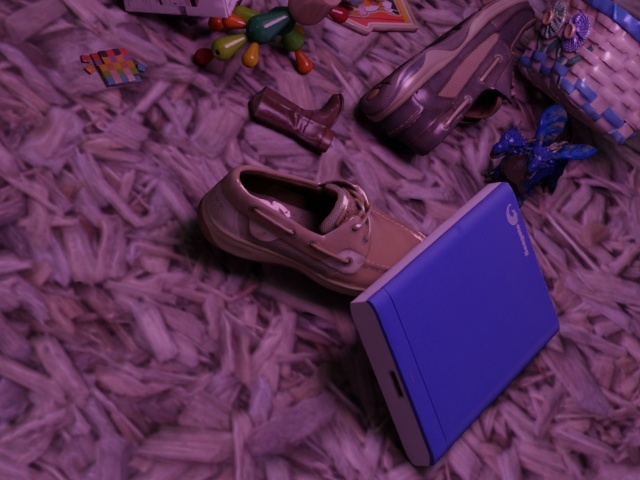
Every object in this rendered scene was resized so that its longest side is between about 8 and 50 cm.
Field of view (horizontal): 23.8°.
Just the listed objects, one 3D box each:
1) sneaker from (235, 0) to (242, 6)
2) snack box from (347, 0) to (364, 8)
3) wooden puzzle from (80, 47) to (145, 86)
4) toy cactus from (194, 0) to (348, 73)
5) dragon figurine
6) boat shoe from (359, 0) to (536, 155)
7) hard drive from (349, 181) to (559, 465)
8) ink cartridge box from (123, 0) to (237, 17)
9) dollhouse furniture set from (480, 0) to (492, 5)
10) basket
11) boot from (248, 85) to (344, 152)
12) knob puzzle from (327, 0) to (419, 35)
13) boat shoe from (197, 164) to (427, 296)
[{"bbox_3d":[-0.114,-0.367,1.992,0.073,0.063,0.162,30,45,-8],"label":"sneaker"},{"bbox_3d":[0.041,-0.394,2.093,0.100,0.037,0.141,34,45,-6],"label":"snack box"},{"bbox_3d":[-0.245,-0.208,1.818,0.083,0.006,0.049,-15,67,-41],"label":"wooden puzzle"},{"bbox_3d":[-0.038,-0.272,1.900,0.219,0.180,0.112,-17,88,-36],"label":"toy cactus"},{"bbox_3d":[0.312,-0.124,2.042,0.289,0.144,0.085,-26,75,-44],"label":"dragon figurine"},{"bbox_3d":[0.192,-0.218,2.062,0.355,0.132,0.130,-39,95,-39],"label":"boat shoe"},{"bbox_3d":[0.167,0.091,1.787,0.319,0.040,0.210,-38,113,-45],"label":"hard drive"},{"bbox_3d":[-0.169,-0.329,1.882,0.135,0.056,0.099,5,45,12],"label":"ink cartridge box"},{"bbox_3d":[0.245,-0.436,2.249,0.151,0.123,0.144,42,44,0],"label":"dollhouse furniture set"},{"bbox_3d":[0.435,-0.295,2.114,0.201,0.289,0.255,42,3,-27],"label":"basket"},{"bbox_3d":[-0.031,-0.172,1.923,0.114,0.037,0.106,25,44,-10],"label":"boot"},{"bbox_3d":[0.036,-0.370,2.121,0.213,0.030,0.213,18,50,-23],"label":"knob puzzle"},{"bbox_3d":[0.013,-0.016,1.736,0.302,0.098,0.109,16,50,-26],"label":"boat shoe"}]
